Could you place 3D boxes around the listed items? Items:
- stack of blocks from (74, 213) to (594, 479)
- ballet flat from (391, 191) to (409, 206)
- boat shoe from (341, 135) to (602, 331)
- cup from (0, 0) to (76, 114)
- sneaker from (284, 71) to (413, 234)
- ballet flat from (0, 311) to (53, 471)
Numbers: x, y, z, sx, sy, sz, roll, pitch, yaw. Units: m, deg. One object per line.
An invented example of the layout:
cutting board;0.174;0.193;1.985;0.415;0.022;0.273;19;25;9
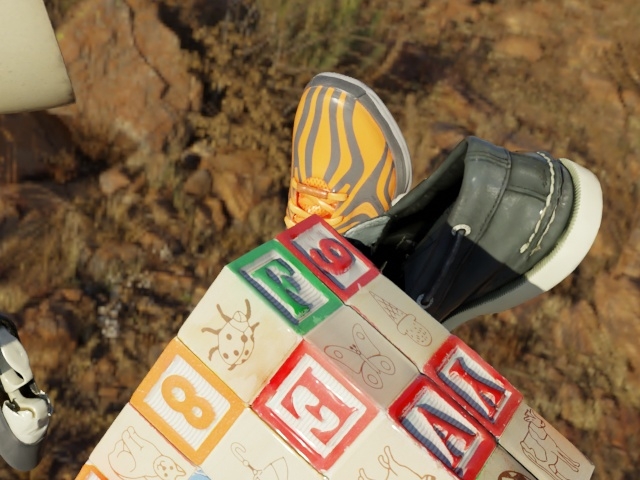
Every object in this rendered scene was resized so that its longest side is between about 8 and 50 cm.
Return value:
stack of blocks;-0.036;0.157;0.493;0.171;0.297;0.087;42;29;8
ballet flat;0.067;0.005;0.931;0.086;0.248;0.086;44;19;-20
boat shoe;0.047;0.030;0.757;0.113;0.340;0.127;24;56;-24
cup;-0.427;-0.268;1.077;0.237;0.331;0.331;-20;35;-12
sneaker;0.000;0.000;1.031;0.124;0.321;0.180;19;48;25
ballet flat;-0.337;0.165;1.122;0.074;0.203;0.074;-14;14;4
